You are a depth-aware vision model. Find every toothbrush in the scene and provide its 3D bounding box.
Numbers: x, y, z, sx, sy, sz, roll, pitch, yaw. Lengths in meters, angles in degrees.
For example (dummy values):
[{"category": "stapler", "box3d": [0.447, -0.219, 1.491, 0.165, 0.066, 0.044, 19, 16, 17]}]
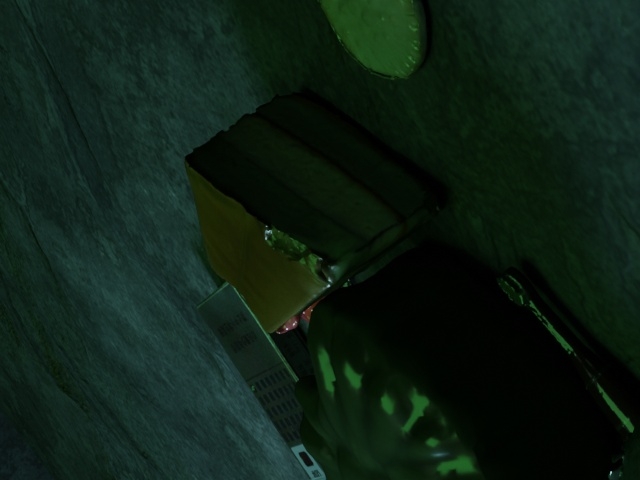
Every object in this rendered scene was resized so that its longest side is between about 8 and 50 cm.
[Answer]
[{"category": "toothbrush", "box3d": [0.279, 0.162, 1.152, 0.364, 0.041, 0.041, 50, 155, 13]}]

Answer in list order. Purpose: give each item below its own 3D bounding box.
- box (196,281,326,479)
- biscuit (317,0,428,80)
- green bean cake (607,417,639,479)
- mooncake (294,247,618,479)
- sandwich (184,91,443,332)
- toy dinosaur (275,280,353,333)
[{"category": "box", "box3d": [-0.039, 0.194, 1.763, 0.325, 0.047, 0.180, 56, 156, 1]}, {"category": "biscuit", "box3d": [0.041, -0.206, 1.164, 0.152, 0.020, 0.152, 41, 151, 29]}, {"category": "green bean cake", "box3d": [0.298, 0.256, 1.006, 0.222, 0.125, 0.227, -114, 27, -65]}, {"category": "mooncake", "box3d": [0.118, 0.194, 1.316, 0.351, 0.187, 0.351, 40, 148, 31]}, {"category": "sandwich", "box3d": [0.000, 0.000, 1.334, 0.227, 0.155, 0.198, 38, 151, 35]}, {"category": "toy dinosaur", "box3d": [0.002, 0.062, 1.540, 0.139, 0.070, 0.286, -22, 103, 43]}]
